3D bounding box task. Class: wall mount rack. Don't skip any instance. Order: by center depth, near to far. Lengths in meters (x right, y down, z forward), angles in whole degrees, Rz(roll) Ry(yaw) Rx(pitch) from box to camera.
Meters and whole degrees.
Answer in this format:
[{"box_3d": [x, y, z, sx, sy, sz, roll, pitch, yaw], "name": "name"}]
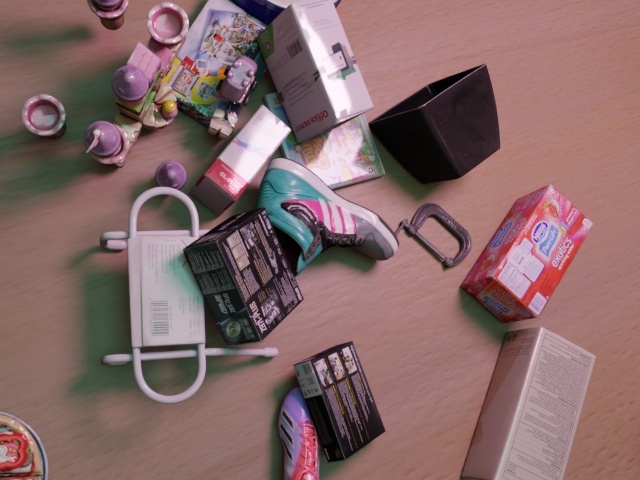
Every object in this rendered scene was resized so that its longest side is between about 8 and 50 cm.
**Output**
[{"box_3d": [-0.212, 0.092, 1.208, 0.304, 0.130, 0.350, -1, 79, -17], "name": "wall mount rack"}]

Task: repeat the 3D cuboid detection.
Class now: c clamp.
[{"box_3d": [0.230, -0.003, 1.449, 0.161, 0.022, 0.137, 36, 63, -8], "name": "c clamp"}]

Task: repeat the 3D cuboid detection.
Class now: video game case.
[{"box_3d": [0.009, -0.204, 1.406, 0.193, 0.023, 0.212, -17, 85, -23], "name": "video game case"}]

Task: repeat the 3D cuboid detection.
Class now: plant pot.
[{"box_3d": [0.244, -0.218, 1.422, 0.188, 0.187, 0.167, -36, 105, -23], "name": "plant pot"}]

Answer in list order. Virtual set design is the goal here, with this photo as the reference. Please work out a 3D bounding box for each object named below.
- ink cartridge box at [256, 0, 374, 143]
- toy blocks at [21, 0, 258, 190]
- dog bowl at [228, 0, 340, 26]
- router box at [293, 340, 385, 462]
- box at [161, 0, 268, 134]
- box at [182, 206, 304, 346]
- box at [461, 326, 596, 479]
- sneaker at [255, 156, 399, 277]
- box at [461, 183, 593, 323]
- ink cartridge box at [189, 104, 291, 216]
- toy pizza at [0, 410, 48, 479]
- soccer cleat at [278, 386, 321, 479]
[{"box_3d": [-0.013, -0.307, 1.309, 0.093, 0.160, 0.219, -25, 95, -28], "name": "ink cartridge box"}, {"box_3d": [-0.276, -0.242, 1.145, 0.309, 0.260, 0.288, 27, 84, -11], "name": "toy blocks"}, {"box_3d": [-0.070, -0.545, 1.409, 0.265, 0.104, 0.265, 5, 76, -20], "name": "dog bowl"}, {"box_3d": [0.036, 0.281, 1.267, 0.133, 0.046, 0.179, -14, 82, -52], "name": "router box"}, {"box_3d": [-0.190, -0.331, 1.348, 0.159, 0.044, 0.233, 32, 69, -11], "name": "box"}, {"box_3d": [-0.122, 0.058, 1.179, 0.147, 0.077, 0.180, -43, 115, -53], "name": "box"}, {"box_3d": [0.402, 0.338, 1.380, 0.148, 0.121, 0.311, 30, 70, -12], "name": "box"}, {"box_3d": [0.000, 0.000, 1.289, 0.295, 0.124, 0.178, 32, 64, -18], "name": "sneaker"}, {"box_3d": [0.419, 0.028, 1.455, 0.128, 0.122, 0.257, 41, 68, -8], "name": "box"}, {"box_3d": [-0.143, -0.141, 1.278, 0.072, 0.127, 0.175, 40, 68, -10], "name": "ink cartridge box"}, {"box_3d": [-0.517, 0.357, 1.079, 0.201, 0.032, 0.201, 5, 77, -20], "name": "toy pizza"}, {"box_3d": [-0.029, 0.377, 1.224, 0.083, 0.095, 0.248, 8, 76, -19], "name": "soccer cleat"}]
